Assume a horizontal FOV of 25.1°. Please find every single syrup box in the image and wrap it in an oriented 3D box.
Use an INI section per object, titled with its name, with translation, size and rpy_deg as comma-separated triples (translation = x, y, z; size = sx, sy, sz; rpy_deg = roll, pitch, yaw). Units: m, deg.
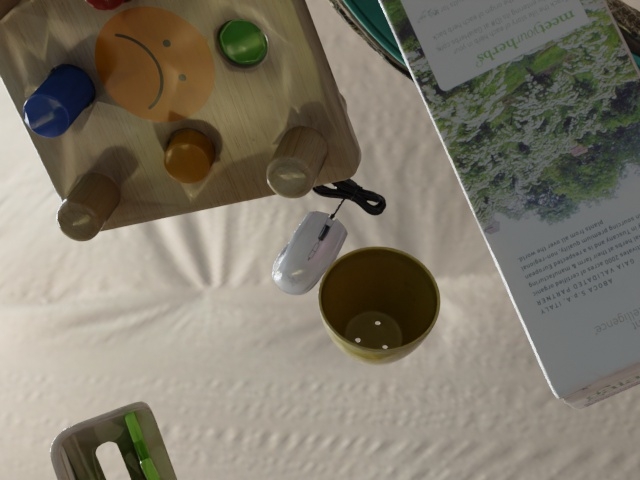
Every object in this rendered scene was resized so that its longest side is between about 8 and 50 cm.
[syrup box]
translation = 0.111, -0.047, 0.674
size = 0.093, 0.096, 0.236
rpy_deg = -25, -101, 12

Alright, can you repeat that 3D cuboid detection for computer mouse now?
[computer mouse]
translation = 0.000, 0.000, 1.973
size = 0.193, 0.106, 0.042
rpy_deg = -59, -171, 17

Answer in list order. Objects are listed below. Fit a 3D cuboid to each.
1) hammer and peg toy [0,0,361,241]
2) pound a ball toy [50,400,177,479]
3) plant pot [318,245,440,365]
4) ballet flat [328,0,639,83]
[hammer and peg toy]
translation = -0.147, -0.180, 1.062
size = 0.266, 0.361, 0.127
rpy_deg = -12, -152, 22
[pound a ball toy]
translation = -0.204, 0.305, 1.528
size = 0.136, 0.319, 0.208
rpy_deg = -21, -135, -11
[plant pot]
translation = 0.063, 0.088, 1.611
size = 0.134, 0.095, 0.134
rpy_deg = 1, -123, -2
[ballet flat]
translation = 0.186, -0.171, 1.226
size = 0.164, 0.483, 0.182
rpy_deg = -55, -169, 19
